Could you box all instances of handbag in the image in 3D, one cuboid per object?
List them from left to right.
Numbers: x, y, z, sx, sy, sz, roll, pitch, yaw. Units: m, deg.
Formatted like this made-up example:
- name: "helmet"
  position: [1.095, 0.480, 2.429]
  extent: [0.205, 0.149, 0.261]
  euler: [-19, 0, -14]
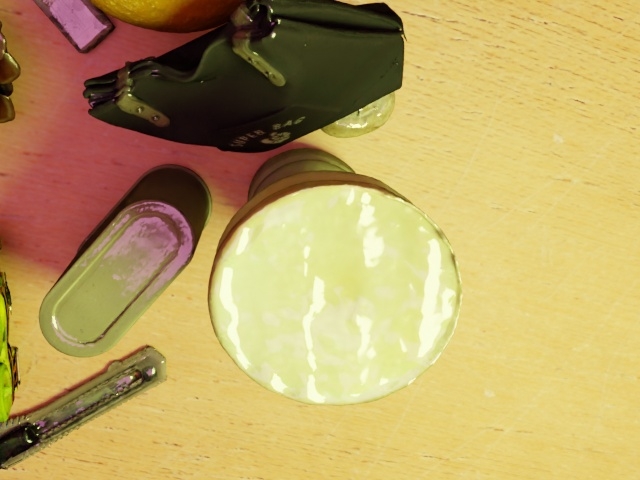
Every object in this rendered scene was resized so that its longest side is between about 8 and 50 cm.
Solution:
- name: "handbag"
  position: [-0.083, -0.191, 0.734]
  extent: [0.342, 0.288, 0.152]
  euler: [-15, 90, 29]

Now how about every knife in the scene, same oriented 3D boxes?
- name: "knife"
  position: [-0.409, 0.271, 0.997]
  extent: [0.365, 0.043, 0.089]
  euler: [-27, 108, -1]

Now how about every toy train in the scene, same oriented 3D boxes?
- name: "toy train"
  position: [-0.490, 0.125, 0.887]
  extent: [0.100, 0.160, 0.296]
  euler: [-1, 108, -18]

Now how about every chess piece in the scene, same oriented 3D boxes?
- name: "chess piece"
  position: [0.000, 0.000, 0.775]
  extent: [0.234, 0.442, 0.234]
  euler: [-1, 105, -4]

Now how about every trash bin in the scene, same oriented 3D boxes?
- name: "trash bin"
  position: [-0.252, 0.018, 0.846]
  extent: [0.121, 0.247, 0.243]
  euler: [42, 97, -15]

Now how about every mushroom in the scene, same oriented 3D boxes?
- name: "mushroom"
  position: [0.039, -0.217, 0.896]
  extent: [0.148, 0.112, 0.148]
  euler: [-6, 112, -14]

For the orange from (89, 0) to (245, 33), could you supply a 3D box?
- name: "orange"
  position: [-0.165, -0.367, 0.699]
  extent: [0.274, 0.274, 0.274]
  euler: [-2, 105, -8]

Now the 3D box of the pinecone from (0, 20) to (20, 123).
- name: "pinecone"
  position: [-0.521, -0.201, 0.752]
  extent: [0.264, 0.264, 0.264]
  euler: [-2, 105, -8]

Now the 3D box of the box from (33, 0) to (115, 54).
- name: "box"
  position: [-0.333, -0.307, 0.851]
  extent: [0.062, 0.045, 0.098]
  euler: [-41, 106, 3]
